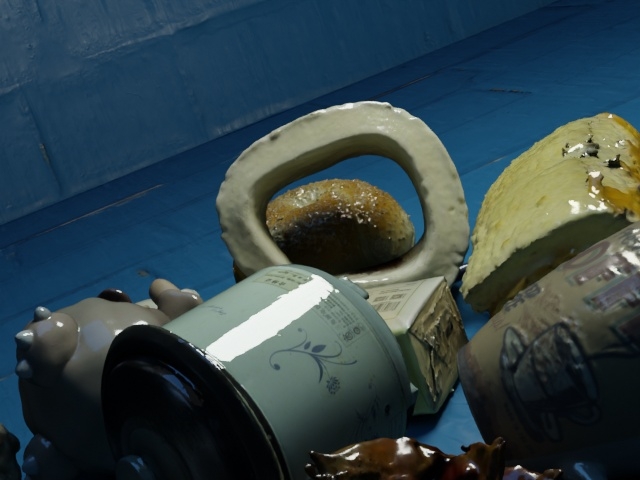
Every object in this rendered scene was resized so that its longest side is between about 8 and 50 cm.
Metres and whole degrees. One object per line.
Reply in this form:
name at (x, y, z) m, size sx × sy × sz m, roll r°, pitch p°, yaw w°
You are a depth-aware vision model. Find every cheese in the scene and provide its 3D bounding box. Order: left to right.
cheese at (0.031, -0.025, 1.511) m, size 0.332 × 0.292 × 0.153 m, roll -15°, pitch -6°, yaw 6°

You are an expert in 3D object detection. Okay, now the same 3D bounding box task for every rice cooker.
rice cooker at (-0.071, 0.176, 1.094) m, size 0.317 × 0.264 × 0.316 m, roll 8°, pitch 38°, yaw -7°

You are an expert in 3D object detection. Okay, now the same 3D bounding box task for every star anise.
star anise at (0.116, 0.233, 0.876) m, size 0.346 × 0.237 × 0.148 m, roll 2°, pitch 67°, yaw 41°

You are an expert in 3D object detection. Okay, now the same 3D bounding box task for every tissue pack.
tissue pack at (0.042, 0.136, 1.320) m, size 0.234 × 0.125 × 0.159 m, roll -12°, pitch 17°, yaw 27°

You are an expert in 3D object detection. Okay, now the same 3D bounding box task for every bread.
bread at (0.000, 0.000, 1.729) m, size 0.306 × 0.158 × 0.305 m, roll -17°, pitch 17°, yaw 5°
bread at (0.313, -0.025, 1.397) m, size 0.236 × 0.165 × 0.375 m, roll -38°, pitch 9°, yaw 26°

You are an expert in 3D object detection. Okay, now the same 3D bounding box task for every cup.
cup at (0.275, 0.145, 0.985) m, size 0.257 × 0.227 × 0.301 m, roll -28°, pitch 44°, yaw 14°

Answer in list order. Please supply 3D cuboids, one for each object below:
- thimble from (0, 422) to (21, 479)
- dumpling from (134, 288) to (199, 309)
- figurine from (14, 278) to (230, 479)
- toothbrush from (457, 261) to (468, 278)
thimble at (-0.482, 0.287, 1.306) m, size 0.148 × 0.196 × 0.229 m, roll 0°, pitch -5°, yaw 40°
dumpling at (-0.256, 0.145, 1.692) m, size 0.177 × 0.092 × 0.150 m, roll -12°, pitch 32°, yaw 7°
figurine at (-0.215, 0.163, 1.393) m, size 0.203 × 0.248 × 0.381 m, roll 26°, pitch 31°, yaw 36°
toothbrush at (0.219, 0.039, 1.611) m, size 0.288 × 0.024 × 0.026 m, roll -21°, pitch 31°, yaw -9°
